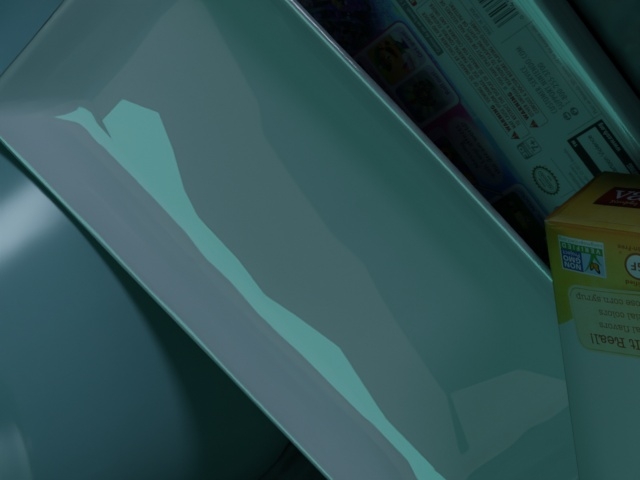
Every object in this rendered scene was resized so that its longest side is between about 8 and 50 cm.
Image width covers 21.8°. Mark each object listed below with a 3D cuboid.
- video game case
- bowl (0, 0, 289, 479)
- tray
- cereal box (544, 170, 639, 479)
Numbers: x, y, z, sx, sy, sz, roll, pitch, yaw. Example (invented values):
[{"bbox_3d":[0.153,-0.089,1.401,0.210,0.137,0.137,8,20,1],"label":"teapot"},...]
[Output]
[{"bbox_3d":[0.052,-0.044,0.635,0.157,0.019,0.143,53,138,-3],"label":"video game case"},{"bbox_3d":[-0.175,0.037,0.777,0.312,0.163,0.311,21,130,28],"label":"bowl"},{"bbox_3d":[0.000,0.000,0.649,0.270,0.030,0.145,46,124,-3],"label":"tray"},{"bbox_3d":[0.171,0.100,0.554,0.173,0.047,0.240,8,120,37],"label":"cereal box"}]
